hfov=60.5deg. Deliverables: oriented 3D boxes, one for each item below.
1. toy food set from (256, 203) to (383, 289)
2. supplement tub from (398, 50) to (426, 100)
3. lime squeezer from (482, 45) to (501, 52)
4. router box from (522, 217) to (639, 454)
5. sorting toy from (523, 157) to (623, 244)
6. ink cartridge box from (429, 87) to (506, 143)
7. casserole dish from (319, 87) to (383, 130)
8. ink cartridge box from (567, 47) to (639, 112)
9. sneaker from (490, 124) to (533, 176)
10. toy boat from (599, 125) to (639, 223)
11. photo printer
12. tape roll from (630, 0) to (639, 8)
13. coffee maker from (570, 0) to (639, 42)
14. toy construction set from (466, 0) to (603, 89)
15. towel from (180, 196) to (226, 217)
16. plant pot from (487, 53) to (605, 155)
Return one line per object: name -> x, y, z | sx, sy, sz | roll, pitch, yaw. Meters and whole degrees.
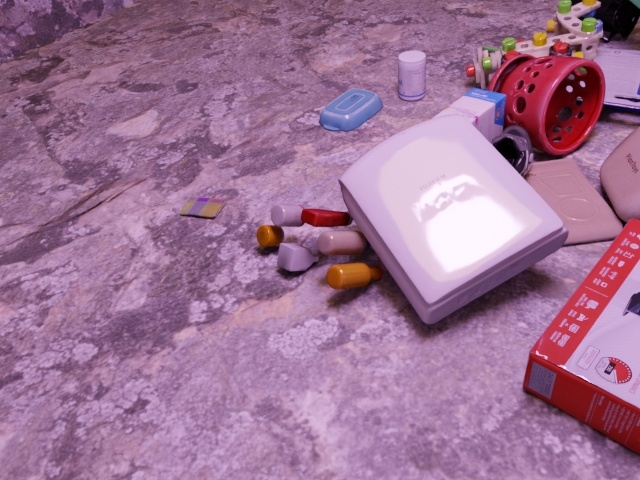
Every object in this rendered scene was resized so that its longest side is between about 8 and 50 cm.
toy food set -> 0.000, 0.000, 0.946 | 0.105, 0.111, 0.232 | -1, 16, -43
supplement tub -> 0.231, -0.416, 1.388 | 0.071, 0.107, 0.071 | -5, 40, 4
lime squeezer -> 0.574, -0.504, 1.475 | 0.311, 0.058, 0.110 | 17, 46, 28
router box -> 0.484, 0.136, 0.707 | 0.301, 0.082, 0.335 | 27, 51, 35
sorting toy -> 0.410, -0.066, 1.002 | 0.193, 0.038, 0.208 | -7, 44, 1
ink cartridge box -> 0.274, -0.194, 1.095 | 0.078, 0.134, 0.231 | 28, 51, 36
casserole dish -> 0.076, -0.332, 1.372 | 0.114, 0.037, 0.188 | 23, 48, 31
ink cartridge box -> 0.728, -0.348, 1.258 | 0.304, 0.072, 0.307 | 17, 48, 25
sneaker -> 0.347, -0.159, 1.002 | 0.078, 0.106, 0.234 | 14, 48, 21
toy boat -> 0.597, -0.103, 0.951 | 0.151, 0.151, 0.231 | 29, 37, -9
photo printer -> 0.191, -0.055, 0.878 | 0.256, 0.107, 0.307 | -29, 60, -3
tape roll -> 0.882, -0.566, 1.327 | 0.321, 0.077, 0.321 | 16, 43, -15
coffee maker -> 0.776, -0.656, 1.532 | 0.120, 0.171, 0.178 | -47, 45, -8
toy construction set -> 0.500, -0.450, 1.289 | 0.328, 0.151, 0.215 | -17, 47, 25
towel -> -0.242, -0.068, 1.132 | 0.083, 0.009, 0.060 | 5, 42, 17
plant pot -> 0.459, -0.290, 1.145 | 0.191, 0.191, 0.174 | -25, 33, -20
